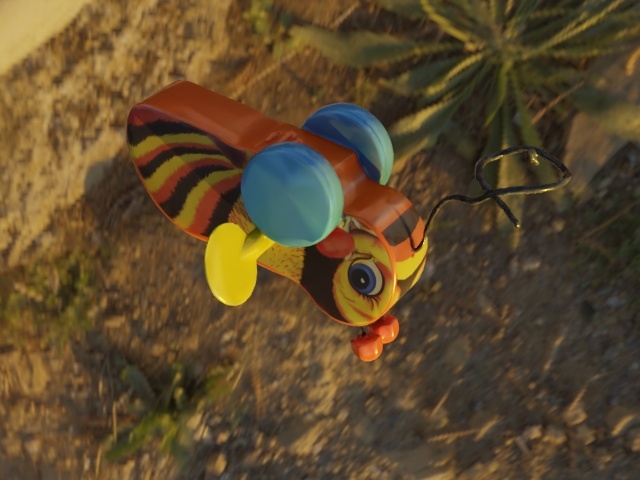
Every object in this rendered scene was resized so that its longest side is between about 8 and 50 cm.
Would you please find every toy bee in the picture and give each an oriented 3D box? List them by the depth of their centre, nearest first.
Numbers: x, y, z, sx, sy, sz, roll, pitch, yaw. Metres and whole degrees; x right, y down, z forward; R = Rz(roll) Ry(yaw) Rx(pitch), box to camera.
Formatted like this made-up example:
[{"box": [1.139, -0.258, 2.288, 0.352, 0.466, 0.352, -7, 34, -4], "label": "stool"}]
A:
[{"box": [0.000, 0.000, 1.021, 0.195, 0.162, 0.298, -21, 34, -35], "label": "toy bee"}]
